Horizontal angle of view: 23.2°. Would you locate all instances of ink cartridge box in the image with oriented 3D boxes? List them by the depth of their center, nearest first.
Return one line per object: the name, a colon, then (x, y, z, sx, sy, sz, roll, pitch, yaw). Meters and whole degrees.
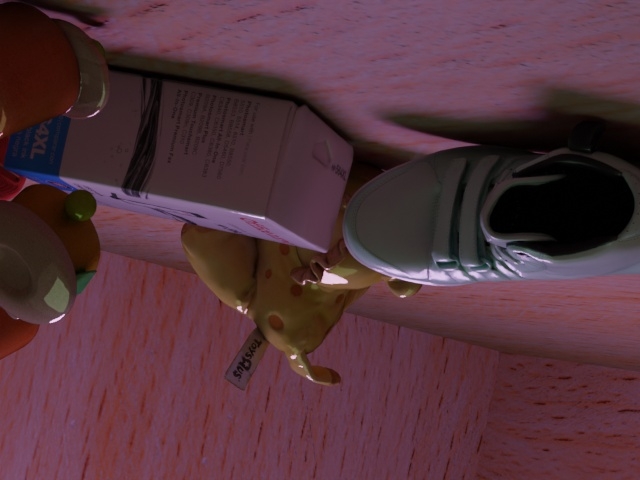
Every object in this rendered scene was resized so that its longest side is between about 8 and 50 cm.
ink cartridge box: (-0.096, -0.059, 1.111, 0.203, 0.086, 0.148, 12, 174, 19)

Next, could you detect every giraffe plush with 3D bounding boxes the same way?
giraffe plush: (0.000, 0.000, 1.242, 0.181, 0.210, 0.170, 26, 137, -21)

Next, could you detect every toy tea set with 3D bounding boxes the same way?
toy tea set: (-0.219, -0.030, 1.026, 0.336, 0.200, 0.124, -29, -171, 44)

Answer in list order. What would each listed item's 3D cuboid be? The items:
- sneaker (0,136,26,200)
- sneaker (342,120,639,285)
sneaker: (-0.380, -0.105, 1.447, 0.221, 0.087, 0.128, 27, 179, -18)
sneaker: (0.101, -0.023, 0.961, 0.255, 0.094, 0.151, -2, 174, 31)
